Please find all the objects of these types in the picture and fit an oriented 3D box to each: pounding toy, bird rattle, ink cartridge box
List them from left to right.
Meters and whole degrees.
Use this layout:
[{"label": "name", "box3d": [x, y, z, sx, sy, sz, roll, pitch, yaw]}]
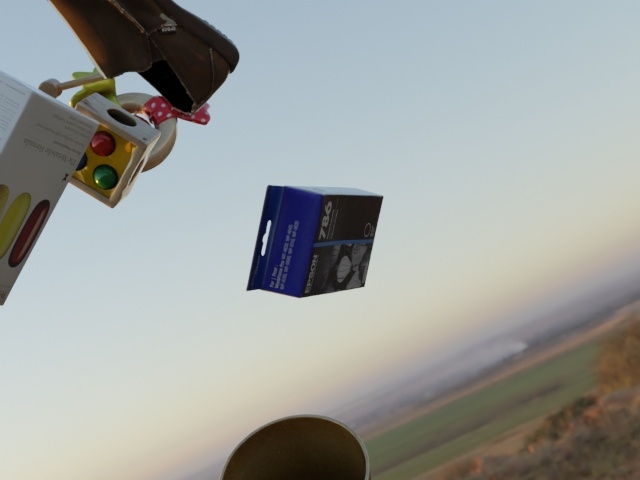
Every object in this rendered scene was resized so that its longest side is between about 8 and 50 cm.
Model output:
[{"label": "pounding toy", "box3d": [-0.368, -0.185, 1.783, 0.181, 0.206, 0.094, -58, 2, 21]}, {"label": "bird rattle", "box3d": [-0.326, -0.207, 2.012, 0.253, 0.207, 0.143, 7, -26, -3]}, {"label": "ink cartridge box", "box3d": [0.000, 0.000, 1.749, 0.065, 0.165, 0.333, 16, 9, 24]}]

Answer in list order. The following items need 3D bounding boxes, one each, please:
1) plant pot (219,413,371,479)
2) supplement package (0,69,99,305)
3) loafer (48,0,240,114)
[{"label": "plant pot", "box3d": [-0.016, 0.447, 1.792, 0.237, 0.237, 0.254, -24, -48, -9]}, {"label": "supplement package", "box3d": [-0.386, -0.068, 1.267, 0.244, 0.134, 0.139, -62, -23, 2]}, {"label": "loafer", "box3d": [-0.261, -0.281, 1.505, 0.366, 0.130, 0.134, 28, -16, -37]}]
